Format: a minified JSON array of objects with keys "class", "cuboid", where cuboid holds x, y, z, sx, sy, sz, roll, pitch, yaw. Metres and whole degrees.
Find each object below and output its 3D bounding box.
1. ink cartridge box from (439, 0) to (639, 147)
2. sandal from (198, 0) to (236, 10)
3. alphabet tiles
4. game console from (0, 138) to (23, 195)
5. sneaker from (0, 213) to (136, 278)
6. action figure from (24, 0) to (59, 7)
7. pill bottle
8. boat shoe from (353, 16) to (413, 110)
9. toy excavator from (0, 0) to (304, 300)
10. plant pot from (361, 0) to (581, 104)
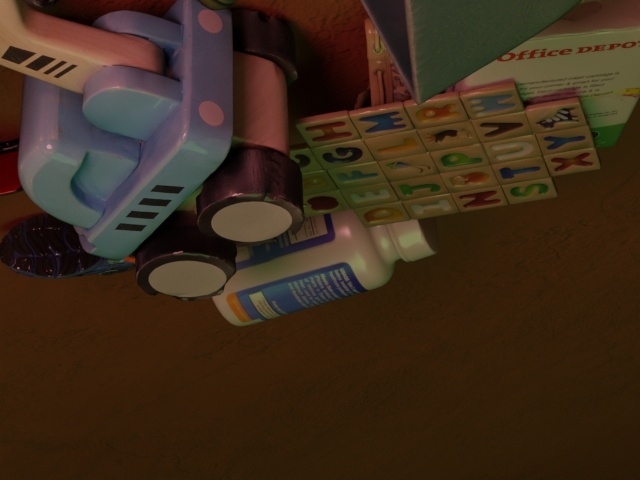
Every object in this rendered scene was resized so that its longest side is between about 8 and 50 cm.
[{"class":"ink cartridge box","cuboid":[0.231,-0.195,1.828,0.201,0.117,0.278,-7,158,-7]},{"class":"sandal","cuboid":[-0.105,-0.293,1.472,0.086,0.120,0.303,-25,156,0]},{"class":"alphabet tiles","cuboid":[0.121,-0.086,1.888,0.342,0.011,0.285,-9,157,13]},{"class":"game console","cuboid":[-0.382,-0.055,1.943,0.144,0.085,0.124,-11,157,2]},{"class":"sneaker","cuboid":[-0.283,0.015,2.160,0.221,0.083,0.087,-2,161,-13]},{"class":"action figure","cuboid":[-0.291,-0.277,1.347,0.141,0.275,0.164,-22,136,-57]},{"class":"pill bottle","cuboid":[0.000,0.000,2.148,0.272,0.152,0.152,-16,157,15]},{"class":"boat shoe","cuboid":[0.068,-0.155,1.895,0.089,0.105,0.285,-1,146,-10]},{"class":"toy excavator","cuboid":[-0.216,-0.149,1.671,0.445,0.222,0.433,13,148,-27]},{"class":"plant pot","cuboid":[0.133,-0.304,1.390,0.252,0.247,0.248,-24,158,-4]}]
